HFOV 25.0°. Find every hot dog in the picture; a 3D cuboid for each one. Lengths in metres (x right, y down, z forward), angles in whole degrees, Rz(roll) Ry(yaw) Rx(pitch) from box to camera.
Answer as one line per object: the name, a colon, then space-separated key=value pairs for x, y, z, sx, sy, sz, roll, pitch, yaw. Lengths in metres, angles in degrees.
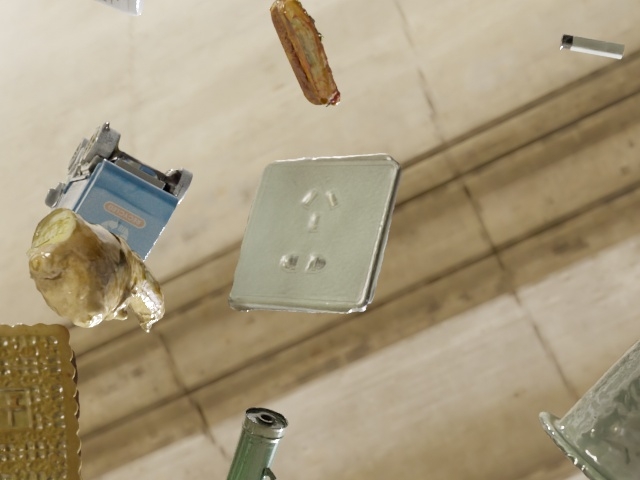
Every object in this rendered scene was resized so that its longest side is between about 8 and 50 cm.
hot dog: x=-0.015 y=-0.222 z=1.707 sx=0.062 sy=0.038 sz=0.144 roll=12 pitch=131 yaw=60

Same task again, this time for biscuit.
biscuit: x=-0.343 y=0.162 z=1.327 sx=0.029 sy=0.255 sz=0.172 roll=140 pitch=125 yaw=-61

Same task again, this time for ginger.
ginger: x=-0.225 y=0.046 z=1.551 sx=0.131 sy=0.086 sz=0.294 roll=58 pitch=-174 yaw=19

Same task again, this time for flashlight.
flashlight: x=0.358 y=-0.256 z=1.905 sx=0.018 sy=0.083 sz=0.018 roll=89 pitch=-169 yaw=-76

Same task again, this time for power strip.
power strip: x=0.000 y=0.000 z=1.766 sx=0.064 sy=0.198 sz=0.213 roll=47 pitch=-129 yaw=-50

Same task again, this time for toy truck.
toy truck: x=-0.295 y=-0.055 z=2.032 sx=0.146 sy=0.175 sz=0.367 roll=29 pitch=173 yaw=-14

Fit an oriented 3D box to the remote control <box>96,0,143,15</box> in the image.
remote control: x=-0.344 y=-0.359 z=1.849 sx=0.067 sy=0.261 sz=0.029 roll=104 pitch=-170 yaw=-61

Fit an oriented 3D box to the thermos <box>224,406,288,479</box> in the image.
thermos: x=-0.108 y=0.369 z=2.340 sx=0.073 sy=0.083 sz=0.187 roll=-64 pitch=-7 yaw=-73

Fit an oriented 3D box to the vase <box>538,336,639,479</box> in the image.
vase: x=0.473 y=0.216 z=1.925 sx=0.245 sy=0.291 sz=0.245 roll=39 pitch=-171 yaw=-8
